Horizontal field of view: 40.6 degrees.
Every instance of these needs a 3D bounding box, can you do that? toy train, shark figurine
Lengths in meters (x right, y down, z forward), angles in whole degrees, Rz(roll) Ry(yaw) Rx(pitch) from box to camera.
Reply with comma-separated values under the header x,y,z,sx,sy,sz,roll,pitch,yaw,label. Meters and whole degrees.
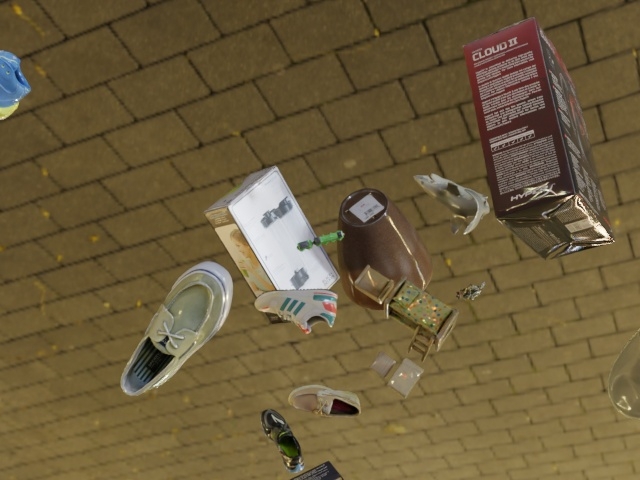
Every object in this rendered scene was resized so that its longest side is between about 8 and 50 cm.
x,y,z,sx,sy,sz,roll,pitch,yaw,label
0.000,0.000,1.433,0.083,0.017,0.024,-17,172,-7,toy train
0.326,-0.064,1.968,0.166,0.278,0.116,18,101,-24,shark figurine

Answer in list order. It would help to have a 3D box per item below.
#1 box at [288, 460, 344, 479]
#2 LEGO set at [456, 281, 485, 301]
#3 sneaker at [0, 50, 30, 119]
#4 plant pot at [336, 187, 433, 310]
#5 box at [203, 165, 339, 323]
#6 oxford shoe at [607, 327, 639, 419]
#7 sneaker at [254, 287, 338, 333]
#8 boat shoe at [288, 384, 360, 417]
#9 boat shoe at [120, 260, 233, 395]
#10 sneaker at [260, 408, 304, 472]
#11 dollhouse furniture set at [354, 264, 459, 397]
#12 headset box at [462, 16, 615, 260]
x,y,z,sx,sy,sz,roll,pitch,yaw,label
0.002,0.649,1.919,0.163,0.142,0.247,-21,111,-16,box
0.259,0.094,1.497,0.054,0.023,0.083,-37,164,33,LEGO set
-0.670,-0.358,1.704,0.126,0.091,0.240,-32,126,8,sneaker
0.122,0.001,1.900,0.215,0.215,0.230,-9,139,12,plant pot
-0.098,0.011,1.821,0.087,0.169,0.290,-10,117,47,box
0.639,0.173,1.481,0.130,0.169,0.449,-6,150,-35,oxford shoe
-0.047,0.132,1.588,0.161,0.075,0.057,-4,160,14,sneaker
0.010,0.293,1.557,0.135,0.045,0.050,6,111,-17,boat shoe
-0.250,0.165,1.506,0.109,0.094,0.302,35,118,2,boat shoe
-0.092,0.498,2.196,0.067,0.188,0.078,-17,138,-22,sneaker
0.108,0.142,1.434,0.181,0.161,0.101,32,165,15,dollhouse furniture set
0.302,-0.146,1.201,0.110,0.293,0.218,-17,156,26,headset box
